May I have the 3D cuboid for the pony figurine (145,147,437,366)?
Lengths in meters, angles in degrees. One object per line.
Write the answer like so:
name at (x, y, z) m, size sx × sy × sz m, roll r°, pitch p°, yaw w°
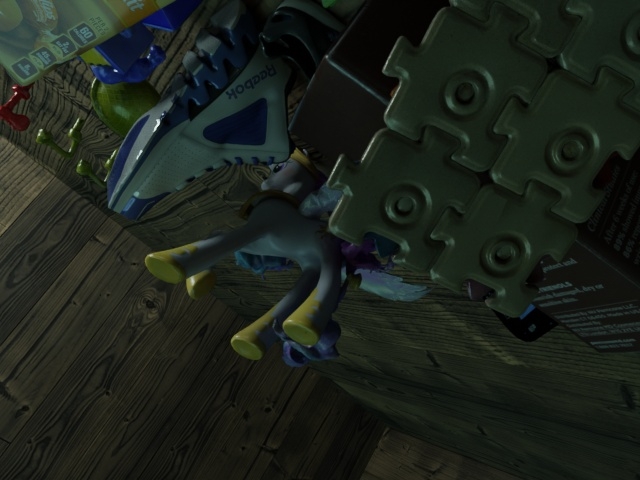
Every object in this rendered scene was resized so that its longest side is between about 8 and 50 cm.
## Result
pony figurine at (0.000, 0.000, 0.763) m, size 0.351 × 0.363 × 0.302 m, roll 23°, pitch 134°, yaw 11°

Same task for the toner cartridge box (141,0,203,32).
toner cartridge box at (-0.270, -0.402, 0.588) m, size 0.165 × 0.075 × 0.348 m, roll 23°, pitch 158°, yaw 26°

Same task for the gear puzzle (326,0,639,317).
gear puzzle at (0.141, -0.122, 0.347) m, size 0.175 × 0.339 × 0.044 m, roll 24°, pitch -162°, yaw -10°

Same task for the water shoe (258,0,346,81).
water shoe at (0.026, -0.193, 0.619) m, size 0.203 × 0.080 × 0.073 m, roll 30°, pitch 160°, yaw 7°

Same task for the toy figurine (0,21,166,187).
toy figurine at (-0.288, -0.220, 0.670) m, size 0.217 × 0.191 × 0.362 m, roll 9°, pitch 151°, yaw 38°

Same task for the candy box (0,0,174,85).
candy box at (-0.202, -0.290, 0.478) m, size 0.316 × 0.087 × 0.183 m, roll -20°, pitch 131°, yaw 19°

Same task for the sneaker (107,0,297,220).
sneaker at (-0.136, -0.135, 0.737) m, size 0.182 × 0.315 × 0.127 m, roll 32°, pitch -165°, yaw -33°

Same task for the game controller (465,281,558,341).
game controller at (0.272, 0.037, 0.731) m, size 0.319 × 0.067 × 0.166 m, roll 83°, pitch 162°, yaw -67°

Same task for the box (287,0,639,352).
box at (0.185, -0.079, 0.488) m, size 0.381 × 0.191 × 0.143 m, roll 36°, pitch 159°, yaw -7°

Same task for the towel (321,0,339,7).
towel at (0.004, -0.275, 0.426) m, size 0.113 × 0.023 × 0.152 m, roll 5°, pitch 115°, yaw 67°
